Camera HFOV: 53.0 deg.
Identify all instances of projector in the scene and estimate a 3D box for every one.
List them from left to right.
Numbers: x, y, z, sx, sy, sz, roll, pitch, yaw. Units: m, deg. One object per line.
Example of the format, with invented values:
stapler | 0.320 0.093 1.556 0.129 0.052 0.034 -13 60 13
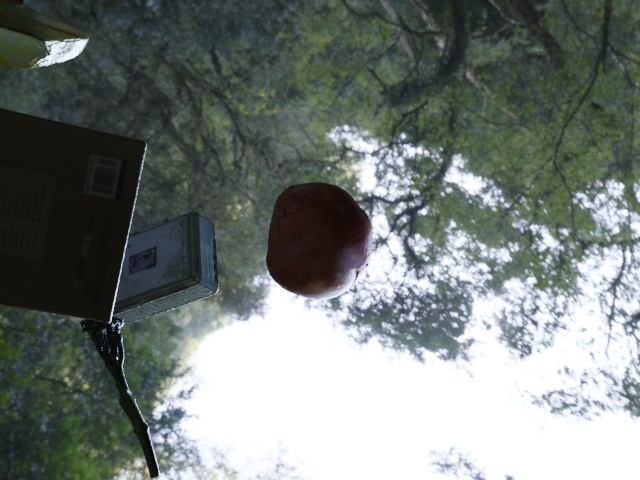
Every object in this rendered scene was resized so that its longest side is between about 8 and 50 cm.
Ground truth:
projector | -0.366 0.057 1.464 0.256 0.099 0.192 -19 -121 20

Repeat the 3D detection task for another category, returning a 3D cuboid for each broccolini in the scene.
broccolini | -0.242 0.188 0.783 0.044 0.042 0.218 -15 -88 35

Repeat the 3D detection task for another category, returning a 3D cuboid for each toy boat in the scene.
toy boat | -0.310 -0.210 0.625 0.065 0.172 0.066 -39 -122 34

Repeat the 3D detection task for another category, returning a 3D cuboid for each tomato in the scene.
tomato | 0.000 0.000 1.136 0.208 0.184 0.208 -170 -90 -84

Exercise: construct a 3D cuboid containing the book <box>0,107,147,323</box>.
book | -0.368 -0.040 0.705 0.021 0.310 0.217 -144 -113 -77
